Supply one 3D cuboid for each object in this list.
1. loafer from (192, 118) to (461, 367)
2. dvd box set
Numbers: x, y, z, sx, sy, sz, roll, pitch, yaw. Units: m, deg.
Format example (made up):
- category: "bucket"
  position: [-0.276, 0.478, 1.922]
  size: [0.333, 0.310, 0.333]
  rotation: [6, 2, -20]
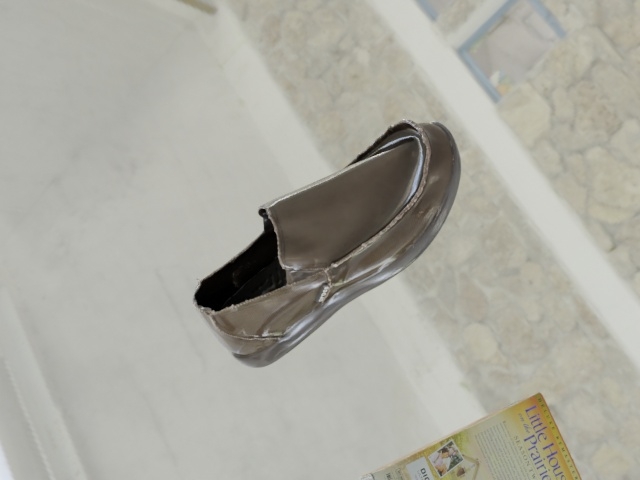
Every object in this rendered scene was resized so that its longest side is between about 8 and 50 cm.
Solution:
- category: "loafer"
  position: [0.000, 0.000, 0.906]
  size: [0.130, 0.366, 0.134]
  rotation: [34, -164, -41]
- category: "dvd box set"
  position: [0.312, 0.501, 1.537]
  size: [0.420, 0.062, 0.308]
  rotation: [-19, -101, -27]
